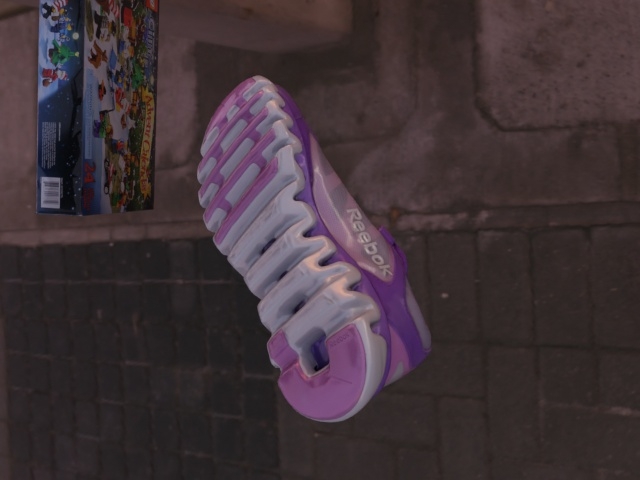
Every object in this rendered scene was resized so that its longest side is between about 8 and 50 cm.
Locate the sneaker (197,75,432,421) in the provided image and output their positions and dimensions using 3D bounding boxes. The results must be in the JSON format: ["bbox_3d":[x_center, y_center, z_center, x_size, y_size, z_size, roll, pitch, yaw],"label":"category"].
[{"bbox_3d":[0.000,0.000,0.558,0.095,0.104,0.237,-42,61,38],"label":"sneaker"}]

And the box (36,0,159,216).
[{"bbox_3d":[-0.198,-0.141,0.782,0.044,0.159,0.233,3,95,12],"label":"box"}]
